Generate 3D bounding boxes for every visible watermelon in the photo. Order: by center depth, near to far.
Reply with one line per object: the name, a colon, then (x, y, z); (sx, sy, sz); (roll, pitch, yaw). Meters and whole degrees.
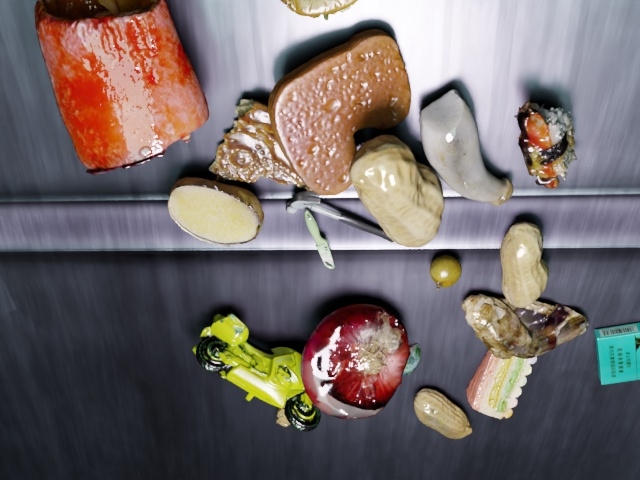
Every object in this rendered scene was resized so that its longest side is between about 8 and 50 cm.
watermelon: (0.208, 0.291, 1.759); (0.061, 0.085, 0.085); (35, 133, 29)

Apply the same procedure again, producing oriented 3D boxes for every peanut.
peanut: (0.149, -0.094, 1.368); (0.152, 0.152, 0.313); (-21, 146, 19)
peanut: (0.431, 0.052, 1.528); (0.098, 0.090, 0.214); (-1, 128, 20)
peanut: (0.309, 0.447, 1.835); (0.093, 0.083, 0.194); (-35, 117, 27)

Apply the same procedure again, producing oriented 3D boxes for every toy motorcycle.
toy motorcycle: (-0.125, 0.294, 1.702); (0.342, 0.206, 0.142); (33, 121, -1)

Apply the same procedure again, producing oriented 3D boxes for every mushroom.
mushroom: (0.276, -0.155, 1.388); (0.118, 0.103, 0.270); (-28, 127, 15)

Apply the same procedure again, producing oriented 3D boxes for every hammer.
hammer: (0.055, -0.046, 1.508); (0.246, 0.029, 0.103); (20, 157, -17)

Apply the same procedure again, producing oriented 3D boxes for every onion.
onion: (0.069, 0.271, 1.666); (0.272, 0.195, 0.272); (-4, 102, -21)

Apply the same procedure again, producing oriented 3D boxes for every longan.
longan: (0.268, 0.072, 1.563); (0.075, 0.083, 0.075); (24, 162, 8)

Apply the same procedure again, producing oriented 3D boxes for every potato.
potato: (-0.212, -0.074, 1.494); (0.200, 0.081, 0.164); (16, 135, -4)

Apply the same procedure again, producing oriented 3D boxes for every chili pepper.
chili pepper: (-0.347, -0.294, 1.253); (0.251, 0.229, 0.305); (3, 129, 23)

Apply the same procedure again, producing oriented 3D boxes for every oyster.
oyster: (0.470, 0.194, 1.632); (0.294, 0.094, 0.166); (-4, 108, -1)

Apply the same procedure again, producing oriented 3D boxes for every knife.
knife: (0.000, 0.000, 1.542); (0.030, 0.014, 0.207); (-5, 142, 15)

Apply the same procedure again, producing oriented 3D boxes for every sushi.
sushi: (0.425, -0.185, 1.352); (0.103, 0.097, 0.226); (-10, 140, 18)

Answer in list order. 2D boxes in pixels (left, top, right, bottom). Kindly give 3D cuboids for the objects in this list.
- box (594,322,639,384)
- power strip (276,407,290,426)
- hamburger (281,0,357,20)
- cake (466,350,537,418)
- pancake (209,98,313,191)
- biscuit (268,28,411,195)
box: (0.765, 0.256, 1.684); (0.226, 0.042, 0.161); (-10, 126, 13)
power strip: (-0.019, 0.387, 1.844); (0.064, 0.044, 0.305); (33, 121, -19)
hamburger: (-0.003, -0.470, 1.158); (0.189, 0.122, 0.215); (-39, 111, 21)
cake: (0.440, 0.332, 1.740); (0.109, 0.090, 0.225); (18, 124, -2)
pancake: (-0.107, -0.158, 1.436); (0.244, 0.057, 0.266); (-24, 122, 21)
biscuit: (0.048, -0.233, 1.343); (0.277, 0.052, 0.262); (-31, 127, 3)
